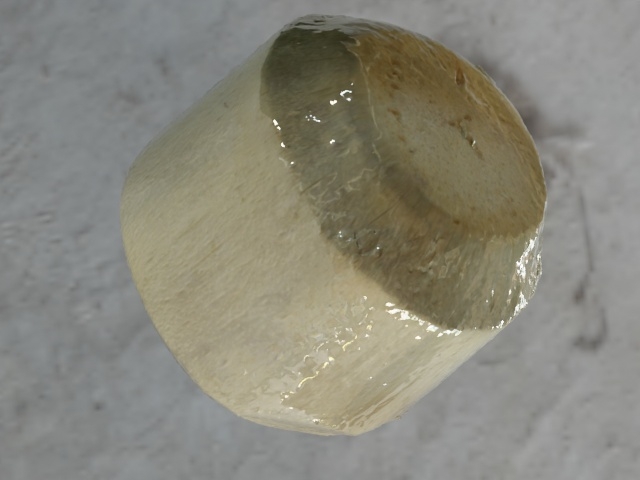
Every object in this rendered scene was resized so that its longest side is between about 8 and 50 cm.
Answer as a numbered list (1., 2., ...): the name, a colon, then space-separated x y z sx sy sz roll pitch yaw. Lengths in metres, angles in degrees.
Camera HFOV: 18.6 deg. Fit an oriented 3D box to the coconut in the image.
1. coconut: 0.000 0.000 1.205 0.237 0.266 0.237 34 34 -28
